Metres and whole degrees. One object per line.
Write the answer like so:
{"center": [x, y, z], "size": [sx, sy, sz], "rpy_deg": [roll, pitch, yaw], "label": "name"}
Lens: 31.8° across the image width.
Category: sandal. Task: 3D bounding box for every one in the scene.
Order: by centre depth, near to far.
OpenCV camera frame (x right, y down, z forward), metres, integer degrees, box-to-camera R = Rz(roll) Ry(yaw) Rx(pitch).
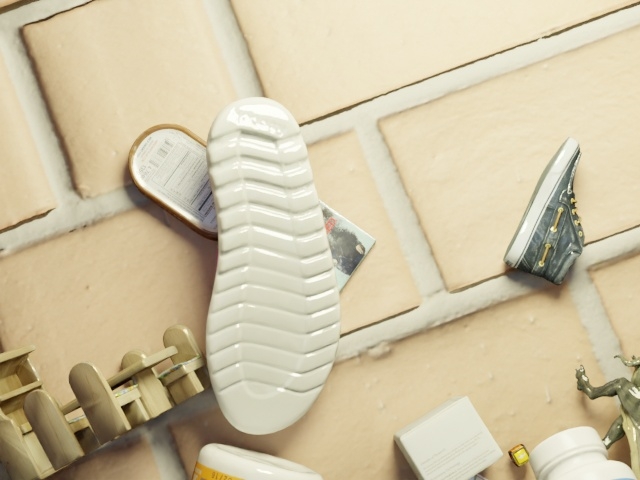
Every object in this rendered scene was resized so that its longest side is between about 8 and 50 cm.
{"center": [-0.064, 0.031, 1.410], "size": [0.169, 0.102, 0.416], "rpy_deg": [-1, 92, -12], "label": "sandal"}

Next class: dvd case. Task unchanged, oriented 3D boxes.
{"center": [0.000, 0.000, 1.462], "size": [0.119, 0.013, 0.087], "rpy_deg": [36, 85, 5], "label": "dvd case"}

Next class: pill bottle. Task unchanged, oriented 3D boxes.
{"center": [0.329, 0.335, 1.304], "size": [0.124, 0.124, 0.221], "rpy_deg": [-20, 54, -2], "label": "pill bottle"}
{"center": [-0.103, 0.396, 1.343], "size": [0.162, 0.162, 0.278], "rpy_deg": [15, 83, 2], "label": "pill bottle"}

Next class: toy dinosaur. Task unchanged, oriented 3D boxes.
{"center": [0.380, 0.212, 1.396], "size": [0.118, 0.064, 0.268], "rpy_deg": [-2, 66, 29], "label": "toy dinosaur"}

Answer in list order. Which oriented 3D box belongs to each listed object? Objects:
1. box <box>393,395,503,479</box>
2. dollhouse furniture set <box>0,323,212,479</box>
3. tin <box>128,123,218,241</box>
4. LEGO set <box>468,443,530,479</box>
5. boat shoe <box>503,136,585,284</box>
{"center": [0.156, 0.253, 1.388], "size": [0.102, 0.101, 0.087], "rpy_deg": [-32, 84, -5], "label": "box"}
{"center": [-0.290, 0.171, 1.349], "size": [0.242, 0.212, 0.161], "rpy_deg": [-31, 85, 24], "label": "dollhouse furniture set"}
{"center": [-0.164, -0.075, 1.461], "size": [0.190, 0.040, 0.106], "rpy_deg": [34, 89, 4], "label": "tin"}
{"center": [0.236, 0.385, 1.397], "size": [0.182, 0.060, 0.244], "rpy_deg": [30, 84, 0], "label": "LEGO set"}
{"center": [0.310, -0.036, 1.443], "size": [0.083, 0.065, 0.183], "rpy_deg": [26, 91, 2], "label": "boat shoe"}
